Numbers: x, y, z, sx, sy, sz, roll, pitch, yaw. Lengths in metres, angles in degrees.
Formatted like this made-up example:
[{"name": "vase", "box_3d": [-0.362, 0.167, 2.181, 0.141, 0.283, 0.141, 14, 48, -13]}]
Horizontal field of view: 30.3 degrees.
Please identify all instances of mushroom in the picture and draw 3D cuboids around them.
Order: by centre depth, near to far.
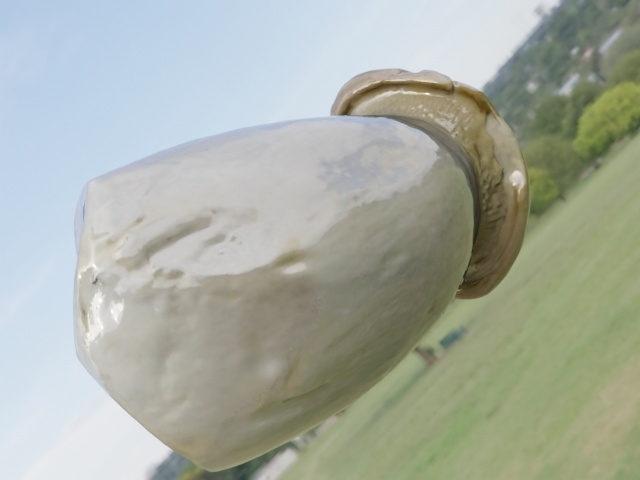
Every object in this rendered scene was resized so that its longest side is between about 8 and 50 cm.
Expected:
[{"name": "mushroom", "box_3d": [-0.001, 0.001, 0.384, 0.212, 0.097, 0.088, -36, -32, -50]}]
